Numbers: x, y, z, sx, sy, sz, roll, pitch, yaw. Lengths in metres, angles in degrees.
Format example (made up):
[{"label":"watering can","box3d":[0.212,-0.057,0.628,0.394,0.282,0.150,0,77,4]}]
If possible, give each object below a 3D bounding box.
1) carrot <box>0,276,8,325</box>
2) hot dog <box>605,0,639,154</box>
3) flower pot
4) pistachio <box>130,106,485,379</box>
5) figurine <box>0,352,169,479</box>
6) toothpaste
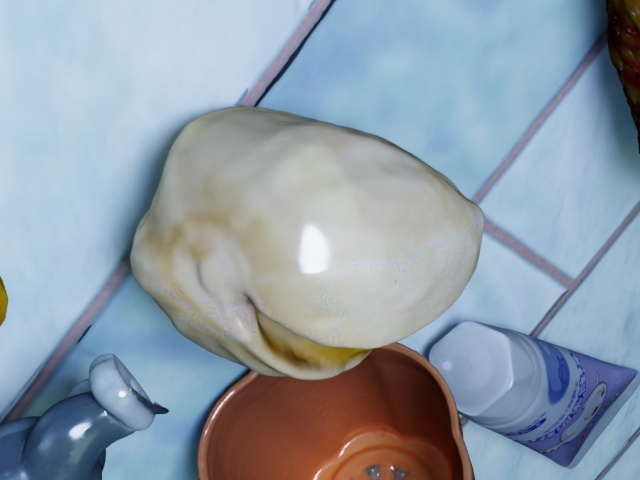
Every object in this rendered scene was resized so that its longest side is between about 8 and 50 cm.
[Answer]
[{"label":"carrot","box3d":[-0.267,-0.010,0.466,0.314,0.066,0.066,26,104,-47]},{"label":"hot dog","box3d":[0.307,-0.138,0.767,0.223,0.185,0.405,-44,142,-5]},{"label":"flower pot","box3d":[0.030,0.174,0.811,0.190,0.190,0.173,-44,153,-2]},{"label":"pistachio","box3d":[0.000,0.000,0.656,0.230,0.157,0.157,2,122,-50]},{"label":"figurine","box3d":[-0.180,0.168,0.637,0.265,0.140,0.193,-27,162,13]},{"label":"toothpaste","box3d":[0.204,0.139,1.024,0.125,0.080,0.371,-55,148,5]}]
